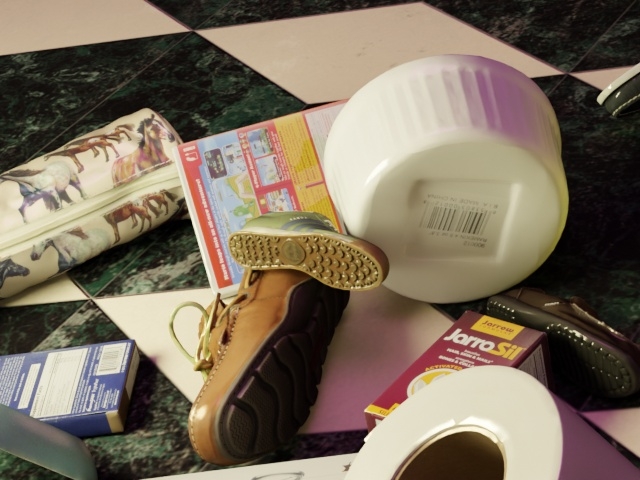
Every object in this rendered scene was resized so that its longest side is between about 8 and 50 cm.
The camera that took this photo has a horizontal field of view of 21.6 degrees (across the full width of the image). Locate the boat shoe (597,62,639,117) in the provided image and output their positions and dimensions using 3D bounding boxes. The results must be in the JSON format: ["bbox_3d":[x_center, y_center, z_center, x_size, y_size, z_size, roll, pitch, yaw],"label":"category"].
[{"bbox_3d":[0.503,-0.215,2.164,0.302,0.091,0.114,-24,-10,-9],"label":"boat shoe"}]

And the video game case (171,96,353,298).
[{"bbox_3d":[-0.020,-0.060,2.064,0.285,0.025,0.204,-16,72,-5],"label":"video game case"}]

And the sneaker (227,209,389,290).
[{"bbox_3d":[0.000,0.000,1.839,0.192,0.064,0.086,9,31,28],"label":"sneaker"}]

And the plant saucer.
[{"bbox_3d":[-0.364,0.172,1.694,0.317,0.317,0.044,15,77,37],"label":"plant saucer"}]

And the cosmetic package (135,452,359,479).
[{"bbox_3d":[-0.131,0.336,1.533,0.377,0.097,0.284,-8,29,7],"label":"cosmetic package"}]

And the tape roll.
[{"bbox_3d":[0.150,0.250,1.404,0.246,0.169,0.246,-33,34,26],"label":"tape roll"}]

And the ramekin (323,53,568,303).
[{"bbox_3d":[0.147,-0.060,1.895,0.277,0.277,0.135,-12,39,1],"label":"ramekin"}]

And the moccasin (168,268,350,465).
[{"bbox_3d":[-0.076,0.112,1.820,0.147,0.139,0.380,-3,33,16],"label":"moccasin"}]

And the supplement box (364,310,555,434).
[{"bbox_3d":[0.145,0.163,1.715,0.104,0.081,0.188,15,41,37],"label":"supplement box"}]

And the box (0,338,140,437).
[{"bbox_3d":[-0.324,0.176,1.904,0.225,0.036,0.136,-6,32,8],"label":"box"}]

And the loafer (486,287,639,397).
[{"bbox_3d":[0.270,0.093,1.780,0.078,0.080,0.220,-30,36,-25],"label":"loafer"}]

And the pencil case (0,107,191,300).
[{"bbox_3d":[-0.341,-0.028,2.113,0.410,0.160,0.183,-26,24,-20],"label":"pencil case"}]
